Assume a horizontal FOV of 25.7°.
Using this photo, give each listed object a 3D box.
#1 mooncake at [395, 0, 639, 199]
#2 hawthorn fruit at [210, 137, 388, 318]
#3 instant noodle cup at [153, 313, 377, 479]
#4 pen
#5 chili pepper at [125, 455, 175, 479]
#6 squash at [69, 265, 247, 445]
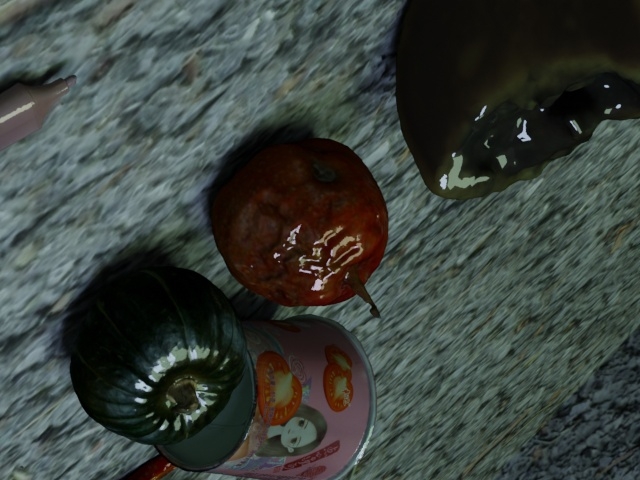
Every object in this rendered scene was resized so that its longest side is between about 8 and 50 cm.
[{"bbox_3d":[0.304,-0.207,1.623,0.246,0.394,0.393,-19,129,-46],"label":"mooncake"},{"bbox_3d":[0.000,0.000,1.631,0.207,0.243,0.207,-33,151,-21],"label":"hawthorn fruit"},{"bbox_3d":[-0.088,0.204,1.822,0.231,0.243,0.243,14,117,-53],"label":"instant noodle cup"},{"bbox_3d":[-0.304,-0.100,1.272,0.197,0.032,0.053,-33,150,-20],"label":"pen"},{"bbox_3d":[-0.243,0.332,1.979,0.178,0.027,0.045,-32,155,-27],"label":"chili pepper"},{"bbox_3d":[-0.185,0.136,1.620,0.218,0.172,0.218,-47,155,-30],"label":"squash"}]
